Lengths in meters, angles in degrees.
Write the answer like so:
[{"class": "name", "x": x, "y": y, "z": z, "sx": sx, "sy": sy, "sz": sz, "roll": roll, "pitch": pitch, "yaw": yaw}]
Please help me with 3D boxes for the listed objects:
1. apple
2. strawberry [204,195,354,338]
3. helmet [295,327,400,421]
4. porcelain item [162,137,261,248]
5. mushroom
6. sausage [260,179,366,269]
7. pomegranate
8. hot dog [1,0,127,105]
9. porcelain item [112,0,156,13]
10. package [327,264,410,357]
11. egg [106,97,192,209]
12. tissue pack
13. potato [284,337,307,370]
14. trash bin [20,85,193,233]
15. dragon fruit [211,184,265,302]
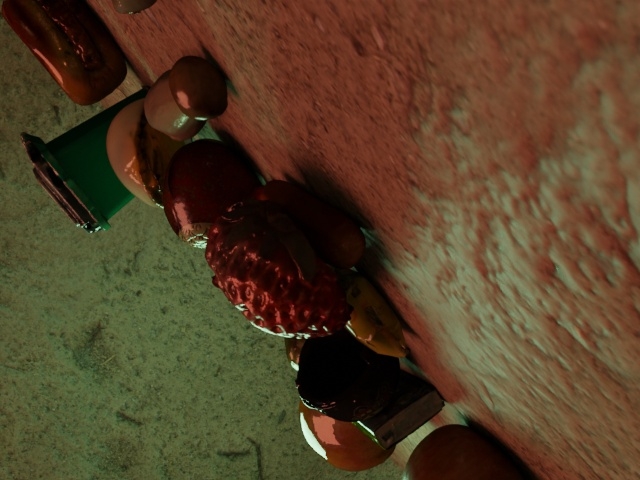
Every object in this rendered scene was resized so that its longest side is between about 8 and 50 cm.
[{"class": "apple", "x": 0.285, "y": 0.531, "z": 1.332, "sx": 0.277, "sy": 0.250, "sz": 0.309, "roll": 47, "pitch": 170, "yaw": 11}, {"class": "strawberry", "x": -0.073, "y": 0.079, "z": 1.094, "sx": 0.265, "sy": 0.149, "sz": 0.336, "roll": 42, "pitch": 167, "yaw": 32}, {"class": "helmet", "x": 0.074, "y": 0.292, "z": 1.463, "sx": 0.160, "sy": 0.230, "sz": 0.279, "roll": 44, "pitch": -176, "yaw": -23}, {"class": "porcelain item", "x": -0.216, "y": -0.100, "z": 1.427, "sx": 0.253, "sy": 0.253, "sz": 0.253, "roll": 47, "pitch": 168, "yaw": 13}, {"class": "mushroom", "x": -0.256, "y": -0.257, "z": 1.226, "sx": 0.128, "sy": 0.128, "sz": 0.350, "roll": 53, "pitch": 164, "yaw": -16}, {"class": "sausage", "x": -0.018, "y": -0.032, "z": 1.124, "sx": 0.300, "sy": 0.083, "sz": 0.089, "roll": 37, "pitch": 163, "yaw": 54}, {"class": "pomegranate", "x": 0.099, "y": 0.473, "z": 1.804, "sx": 0.319, "sy": 0.319, "sz": 0.319, "roll": 47, "pitch": 168, "yaw": 13}, {"class": "hot dog", "x": -0.700, "y": -0.562, "z": 1.747, "sx": 0.405, "sy": 0.185, "sz": 0.223, "roll": 48, "pitch": 169, "yaw": 12}, {"class": "porcelain item", "x": -0.319, "y": -0.442, "z": 0.996, "sx": 0.213, "sy": 0.084, "sz": 0.054, "roll": 74, "pitch": -179, "yaw": -62}, {"class": "package", "x": 0.073, "y": 0.129, "z": 1.255, "sx": 0.226, "sy": 0.090, "sz": 0.168, "roll": 54, "pitch": 168, "yaw": -20}, {"class": "egg", "x": -0.411, "y": -0.190, "z": 1.560, "sx": 0.264, "sy": 0.174, "sz": 0.286, "roll": 45, "pitch": -146, "yaw": -65}, {"class": "tissue pack", "x": 0.162, "y": 0.379, "z": 1.505, "sx": 0.073, "sy": 0.173, "sz": 0.235, "roll": 58, "pitch": 168, "yaw": -8}, {"class": "potato", "x": -0.016, "y": 0.255, "z": 1.741, "sx": 0.148, "sy": 0.197, "sz": 0.228, "roll": 45, "pitch": -162, "yaw": -15}, {"class": "trash bin", "x": -0.568, "y": -0.243, "z": 1.766, "sx": 0.295, "sy": 0.381, "sz": 0.259, "roll": 58, "pitch": 165, "yaw": -29}, {"class": "dragon fruit", "x": -0.107, "y": 0.015, "z": 1.417, "sx": 0.240, "sy": 0.302, "sz": 0.330, "roll": -93, "pitch": -7, "yaw": -50}]
